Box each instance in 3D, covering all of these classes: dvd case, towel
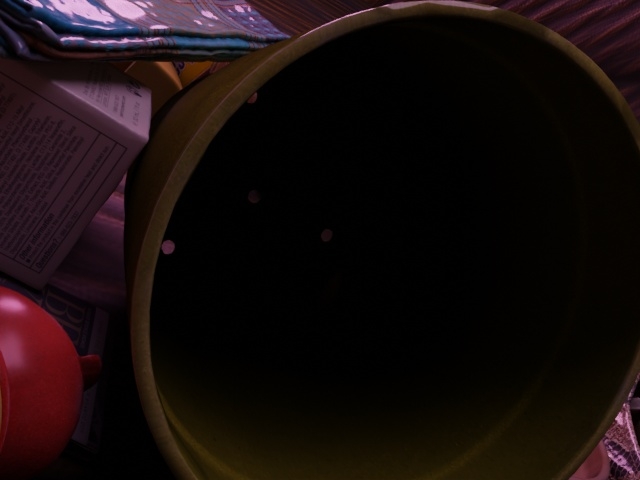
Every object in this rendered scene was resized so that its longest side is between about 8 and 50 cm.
[{"bbox_3d":[-0.247,0.055,0.705,0.221,0.018,0.164,30,21,-20],"label":"dvd case"},{"bbox_3d":[-0.198,-0.236,0.823,0.271,0.040,0.370,43,24,15],"label":"towel"}]

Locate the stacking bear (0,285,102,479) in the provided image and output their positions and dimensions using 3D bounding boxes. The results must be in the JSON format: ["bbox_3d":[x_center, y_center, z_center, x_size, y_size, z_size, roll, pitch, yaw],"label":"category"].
[{"bbox_3d":[-0.229,0.080,0.498,0.164,0.175,0.289,59,17,15],"label":"stacking bear"}]

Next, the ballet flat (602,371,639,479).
[{"bbox_3d":[0.387,0.300,0.996,0.164,0.182,0.483,28,23,-27],"label":"ballet flat"}]

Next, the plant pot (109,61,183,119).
[{"bbox_3d":[-0.211,-0.190,1.207,0.083,0.081,0.081,39,16,-34],"label":"plant pot"}]

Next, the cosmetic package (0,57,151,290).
[{"bbox_3d":[-0.293,-0.113,0.726,0.309,0.160,0.113,33,20,-22],"label":"cosmetic package"}]

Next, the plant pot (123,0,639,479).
[{"bbox_3d":[0.000,0.000,0.776,0.366,0.366,0.353,27,2,-26],"label":"plant pot"}]

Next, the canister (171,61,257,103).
[{"bbox_3d":[-0.144,-0.224,1.264,0.170,0.126,0.073,52,25,-8],"label":"canister"}]

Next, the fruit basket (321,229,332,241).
[{"bbox_3d":[0.046,-0.076,1.341,0.327,0.165,0.353,34,5,-13],"label":"fruit basket"}]

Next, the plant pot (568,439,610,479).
[{"bbox_3d":[0.153,0.178,0.973,0.237,0.110,0.237,32,20,-13],"label":"plant pot"}]
